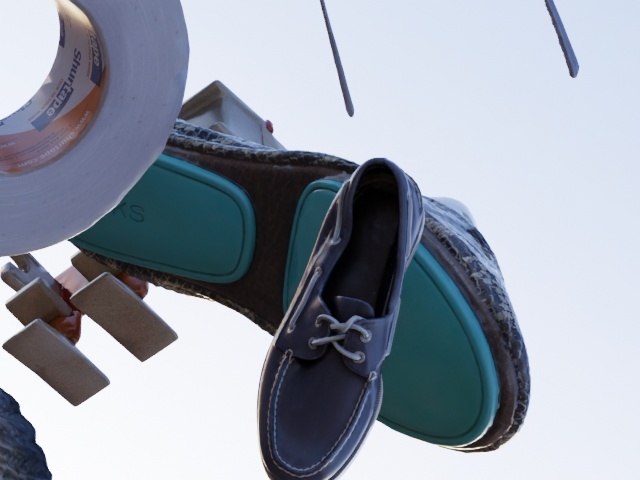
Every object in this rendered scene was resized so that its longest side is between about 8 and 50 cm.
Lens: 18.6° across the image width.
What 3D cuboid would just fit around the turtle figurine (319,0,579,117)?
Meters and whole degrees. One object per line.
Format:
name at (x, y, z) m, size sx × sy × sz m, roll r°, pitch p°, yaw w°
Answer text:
turtle figurine at (0.071, -0.255, 1.541) m, size 0.274 × 0.266 × 0.198 m, roll 36°, pitch -39°, yaw -18°

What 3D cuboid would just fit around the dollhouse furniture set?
dollhouse furniture set at (-0.142, -0.006, 1.679) m, size 0.135 × 0.259 × 0.262 m, roll 45°, pitch 21°, yaw -30°

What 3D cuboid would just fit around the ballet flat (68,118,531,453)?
ballet flat at (0.000, 0.000, 1.413) m, size 0.482 × 0.182 × 0.164 m, roll 24°, pitch -65°, yaw 37°

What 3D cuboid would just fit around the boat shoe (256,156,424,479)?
boat shoe at (0.009, 0.046, 1.137) m, size 0.075 × 0.206 × 0.065 m, roll 16°, pitch -18°, yaw 11°

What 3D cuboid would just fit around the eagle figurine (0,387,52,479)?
eagle figurine at (-0.295, 0.088, 1.061) m, size 0.298 × 0.226 × 0.225 m, roll 21°, pitch -46°, yaw 23°

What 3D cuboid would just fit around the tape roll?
tape roll at (-0.187, -0.102, 1.117) m, size 0.072 × 0.219 × 0.219 m, roll 40°, pitch -17°, yaw 51°
